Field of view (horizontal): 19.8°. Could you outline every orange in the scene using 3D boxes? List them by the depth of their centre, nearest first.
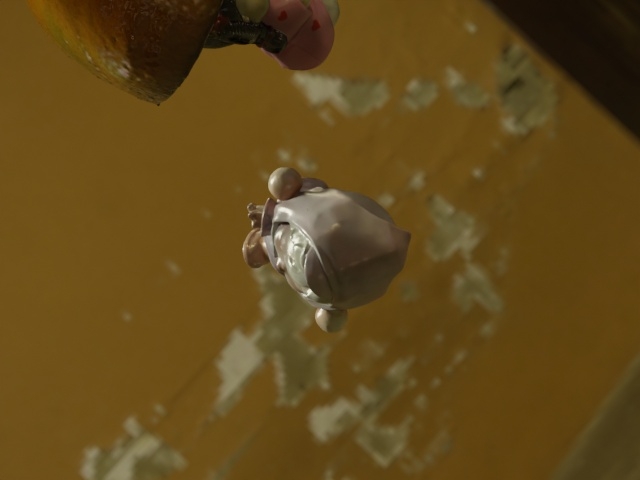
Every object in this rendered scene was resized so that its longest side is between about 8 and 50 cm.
[{"bbox_3d":[-0.129,-0.247,1.485,0.274,0.310,0.274,-24,-49,-31],"label":"orange"}]

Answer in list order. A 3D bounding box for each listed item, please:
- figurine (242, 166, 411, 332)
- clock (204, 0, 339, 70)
[{"bbox_3d":[0.001,0.000,2.053,0.133,0.200,0.276,-23,18,-16],"label":"figurine"},{"bbox_3d":[-0.096,-0.263,1.872,0.100,0.194,0.195,-48,-28,23],"label":"clock"}]
